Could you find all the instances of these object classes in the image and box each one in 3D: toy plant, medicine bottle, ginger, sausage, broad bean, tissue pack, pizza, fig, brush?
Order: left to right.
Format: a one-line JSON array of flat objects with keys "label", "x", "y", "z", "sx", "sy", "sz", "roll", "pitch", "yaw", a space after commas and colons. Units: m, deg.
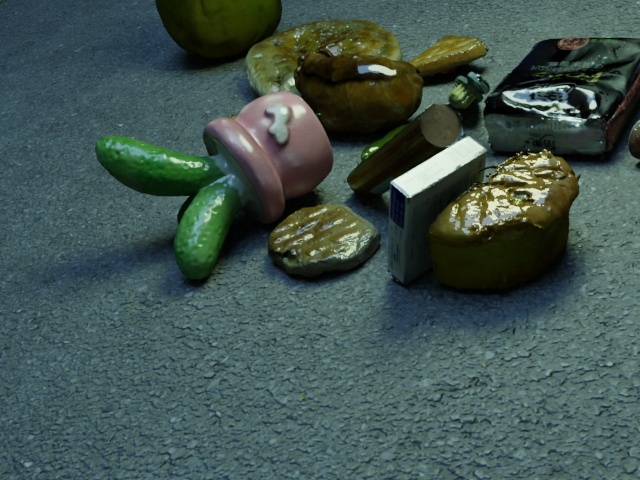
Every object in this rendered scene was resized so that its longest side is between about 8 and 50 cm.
[{"label": "fig", "x": -0.255, "y": -0.637, "z": 2.587, "sx": 0.343, "sy": 0.343, "sz": 0.343, "roll": -11, "pitch": 31, "yaw": 7}, {"label": "toy plant", "x": -0.172, "y": -0.130, "z": 1.848, "sx": 0.356, "sy": 0.210, "sz": 0.317, "roll": -34, "pitch": 76, "yaw": -11}, {"label": "ginger", "x": 0.054, "y": -0.305, "z": 2.096, "sx": 0.321, "sy": 0.165, "sz": 0.172, "roll": 21, "pitch": 62, "yaw": 37}, {"label": "sausage", "x": 0.128, "y": -0.132, "z": 1.739, "sx": 0.082, "sy": 0.082, "sz": 0.371, "roll": -30, "pitch": -2, "yaw": -23}, {"label": "broad bean", "x": 0.165, "y": -0.199, "z": 1.996, "sx": 0.254, "sy": 0.046, "sz": 0.065, "roll": -29, "pitch": 23, "yaw": -24}, {"label": "medicine bottle", "x": 0.181, "y": -0.042, "z": 1.592, "sx": 0.171, "sy": 0.201, "sz": 0.052, "roll": -32, "pitch": 53, "yaw": -24}, {"label": "pizza", "x": 0.281, "y": -0.405, "z": 2.269, "sx": 0.188, "sy": 0.062, "sz": 0.199, "roll": -13, "pitch": 23, "yaw": 18}, {"label": "brush", "x": 0.275, "y": -0.280, "z": 1.976, "sx": 0.060, "sy": 0.068, "sz": 0.297, "roll": -44, "pitch": 1, "yaw": 5}, {"label": "tissue pack", "x": 0.470, "y": -0.279, "z": 1.923, "sx": 0.245, "sy": 0.123, "sz": 0.332, "roll": 5, "pitch": 36, "yaw": 33}]

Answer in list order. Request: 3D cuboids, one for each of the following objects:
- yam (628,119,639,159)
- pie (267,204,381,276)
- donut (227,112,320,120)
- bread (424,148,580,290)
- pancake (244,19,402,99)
[{"label": "yam", "x": 0.589, "y": -0.152, "z": 1.716, "sx": 0.079, "sy": 0.079, "sz": 0.141, "roll": -31, "pitch": 34, "yaw": -24}, {"label": "pie", "x": 0.000, "y": 0.000, "z": 1.750, "sx": 0.195, "sy": 0.046, "sz": 0.195, "roll": -10, "pitch": 31, "yaw": 6}, {"label": "donut", "x": -0.114, "y": -0.191, "z": 2.065, "sx": 0.217, "sy": 0.085, "sz": 0.141, "roll": 8, "pitch": 39, "yaw": 34}, {"label": "bread", "x": 0.296, "y": -0.021, "z": 1.563, "sx": 0.260, "sy": 0.160, "sz": 0.147, "roll": -30, "pitch": 43, "yaw": -29}, {"label": "pancake", "x": 0.006, "y": -0.418, "z": 2.378, "sx": 0.387, "sy": 0.082, "sz": 0.387, "roll": -7, "pitch": 35, "yaw": 5}]
